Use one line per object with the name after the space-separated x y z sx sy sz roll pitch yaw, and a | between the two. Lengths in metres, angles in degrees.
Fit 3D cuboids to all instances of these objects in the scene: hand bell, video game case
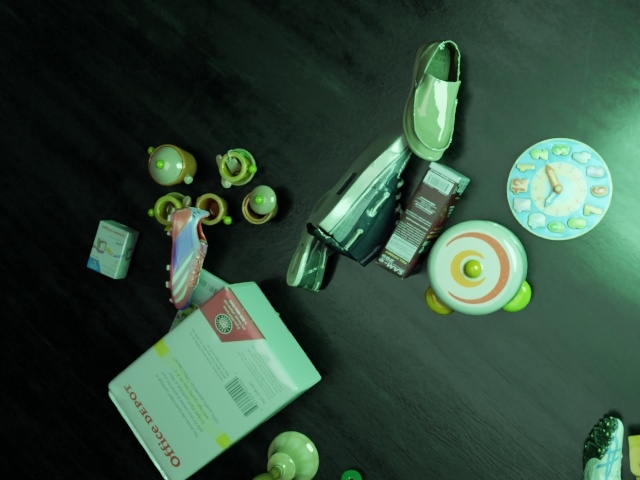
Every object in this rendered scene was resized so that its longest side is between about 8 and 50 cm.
-0.102 0.504 1.784 0.126 0.242 0.126 0 91 19 | hand bell
-0.234 0.208 1.935 0.227 0.026 0.206 29 100 15 | video game case

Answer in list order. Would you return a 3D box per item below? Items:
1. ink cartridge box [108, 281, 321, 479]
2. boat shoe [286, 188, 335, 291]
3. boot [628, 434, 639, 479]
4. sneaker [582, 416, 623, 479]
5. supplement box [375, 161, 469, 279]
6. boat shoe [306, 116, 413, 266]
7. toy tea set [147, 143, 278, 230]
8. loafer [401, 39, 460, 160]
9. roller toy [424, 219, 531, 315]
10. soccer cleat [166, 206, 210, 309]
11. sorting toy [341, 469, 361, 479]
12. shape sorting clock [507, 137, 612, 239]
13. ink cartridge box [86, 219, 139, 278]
-0.240 0.315 1.842 0.384 0.160 0.279 -39 80 16 | ink cartridge box
0.000 0.000 1.834 0.079 0.084 0.233 20 92 -20 | boat shoe
0.703 0.382 1.580 0.211 0.104 0.295 2 97 18 | boot
0.570 0.470 1.648 0.086 0.085 0.237 12 92 -8 | sneaker
0.214 -0.041 1.719 0.073 0.130 0.239 32 102 15 | supplement box
0.131 -0.102 1.767 0.158 0.127 0.340 42 90 -22 | boat shoe
-0.258 -0.121 1.879 0.335 0.124 0.200 0 92 19 | toy tea set
0.231 -0.295 1.680 0.101 0.092 0.269 9 74 -16 | loafer
0.316 0.054 1.678 0.209 0.146 0.191 -3 90 19 | roller toy
-0.299 0.045 1.884 0.095 0.083 0.248 2 105 3 | soccer cleat
0.130 0.626 1.773 0.132 0.046 0.275 -7 52 -6 | sorting toy
0.484 -0.104 1.673 0.206 0.040 0.206 1 92 19 | shape sorting clock
-0.505 0.021 2.006 0.088 0.052 0.123 21 97 17 | ink cartridge box
